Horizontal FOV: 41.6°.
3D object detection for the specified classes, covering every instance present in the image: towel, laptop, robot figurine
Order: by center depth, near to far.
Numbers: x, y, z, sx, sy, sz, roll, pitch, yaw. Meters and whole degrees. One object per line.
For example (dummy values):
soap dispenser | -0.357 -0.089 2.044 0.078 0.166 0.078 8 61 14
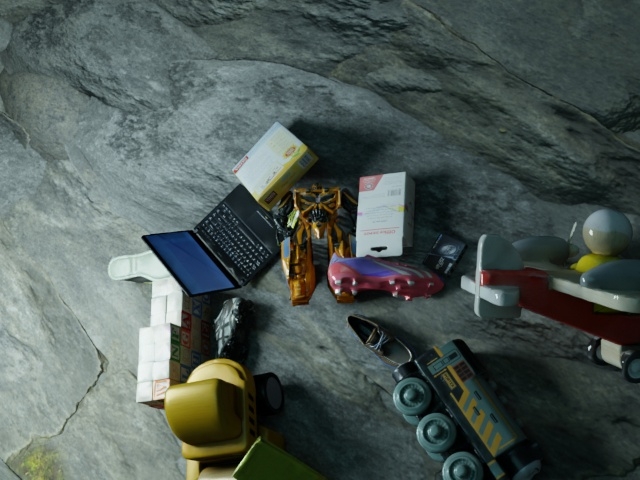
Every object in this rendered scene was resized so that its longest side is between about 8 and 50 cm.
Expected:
towel | -0.056 0.502 1.714 0.237 0.021 0.102 35 87 -10
robot figurine | 0.000 0.000 1.904 0.210 0.085 0.291 -3 71 -2
laptop | -0.248 -0.007 2.014 0.264 0.136 0.234 -44 59 -1

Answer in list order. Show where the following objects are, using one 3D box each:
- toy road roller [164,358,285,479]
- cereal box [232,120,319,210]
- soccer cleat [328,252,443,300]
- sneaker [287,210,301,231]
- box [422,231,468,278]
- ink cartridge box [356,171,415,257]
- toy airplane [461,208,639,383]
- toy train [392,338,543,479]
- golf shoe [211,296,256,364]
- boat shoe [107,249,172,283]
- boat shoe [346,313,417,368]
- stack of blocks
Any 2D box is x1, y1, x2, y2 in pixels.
toy road roller | -0.215 0.416 1.785 0.202 0.240 0.330 -14 65 22
cereal box | -0.113 -0.183 2.022 0.173 0.047 0.240 -46 30 3
soccer cleat | 0.140 0.070 1.802 0.247 0.083 0.095 1 54 0
sneaker | -0.060 -0.063 2.015 0.035 0.031 0.083 18 80 31
box | 0.270 0.032 1.823 0.067 0.018 0.083 30 86 32
ink cartridge box | 0.146 -0.046 1.886 0.115 0.067 0.198 -5 67 25
toy airplane | 0.452 0.061 1.508 0.386 0.384 0.273 26 94 33
toy train | 0.279 0.352 1.634 0.190 0.142 0.334 -34 59 0
golf shoe | -0.215 0.229 1.967 0.093 0.077 0.198 3 69 45
boat shoe | -0.427 0.067 2.126 0.227 0.068 0.081 -2 82 26
boat shoe | 0.123 0.217 1.796 0.183 0.066 0.066 29 86 32
stack of blocks | -0.336 0.239 1.956 0.087 0.171 0.297 -12 66 22
